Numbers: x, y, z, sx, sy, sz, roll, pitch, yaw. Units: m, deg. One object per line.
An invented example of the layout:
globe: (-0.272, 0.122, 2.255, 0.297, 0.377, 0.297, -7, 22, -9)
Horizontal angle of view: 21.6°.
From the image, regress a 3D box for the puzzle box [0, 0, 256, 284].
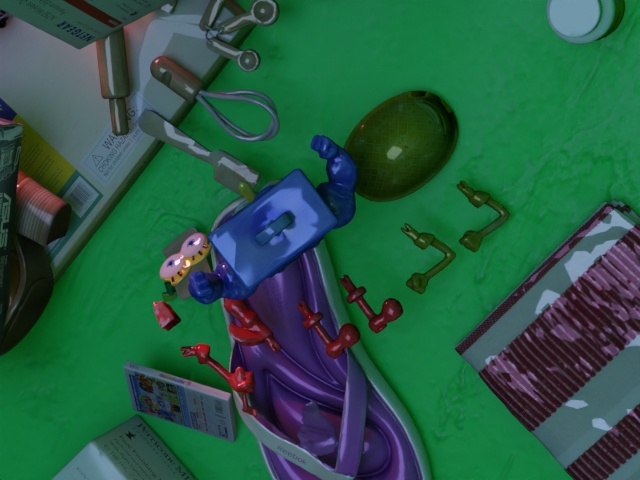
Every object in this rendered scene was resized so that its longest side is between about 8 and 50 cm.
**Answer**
puzzle box: (-0.291, -0.165, 1.783, 0.272, 0.052, 0.409, 43, 109, 6)

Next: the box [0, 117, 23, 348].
box: (-0.438, 0.006, 1.738, 0.242, 0.076, 0.307, 14, 104, 26)

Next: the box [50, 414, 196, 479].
box: (-0.221, 0.320, 1.809, 0.182, 0.119, 0.181, -44, 85, 19)

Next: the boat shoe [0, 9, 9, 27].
boat shoe: (-0.357, -0.241, 1.735, 0.066, 0.066, 0.183, 41, 119, 2)

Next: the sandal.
sandal: (-0.020, 0.155, 1.725, 0.169, 0.102, 0.416, -24, 92, 21)

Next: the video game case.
video game case: (-0.149, 0.173, 1.790, 0.122, 0.011, 0.087, 16, 145, 14)

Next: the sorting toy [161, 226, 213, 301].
sorting toy: (-0.147, 0.031, 1.785, 0.083, 0.012, 0.062, -37, 67, 37)

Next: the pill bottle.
pill bottle: (0.246, -0.217, 1.567, 0.065, 0.116, 0.065, 3, 100, 18)

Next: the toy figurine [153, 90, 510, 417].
toy figurine: (0.000, 0.000, 1.578, 0.362, 0.217, 0.191, -35, 82, 1)

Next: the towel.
towel: (0.323, 0.149, 1.652, 0.329, 0.037, 0.237, 47, 111, 7)

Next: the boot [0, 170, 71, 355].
boot: (-0.356, 0.010, 1.776, 0.152, 0.073, 0.197, 26, 104, 17)

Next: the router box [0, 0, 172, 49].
router box: (-0.164, -0.302, 1.501, 0.301, 0.335, 0.082, -26, 80, 9)

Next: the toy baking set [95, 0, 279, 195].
toy baking set: (-0.136, -0.171, 1.688, 0.196, 0.030, 0.256, 2, 100, 17)
